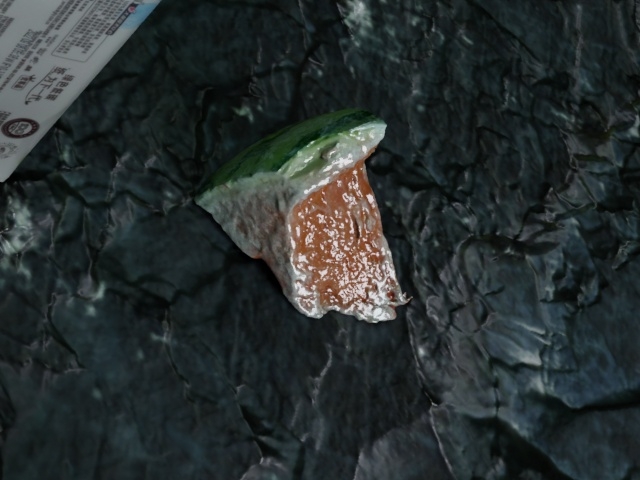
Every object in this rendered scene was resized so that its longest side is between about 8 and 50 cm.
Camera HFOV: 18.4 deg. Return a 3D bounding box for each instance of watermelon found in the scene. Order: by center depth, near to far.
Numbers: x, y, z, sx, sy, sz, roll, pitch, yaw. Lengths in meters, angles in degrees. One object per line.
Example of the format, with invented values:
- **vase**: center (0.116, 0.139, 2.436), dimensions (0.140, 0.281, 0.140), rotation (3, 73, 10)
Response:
- **watermelon**: center (-0.018, -0.014, 1.344), dimensions (0.098, 0.121, 0.158), rotation (-36, 131, -31)

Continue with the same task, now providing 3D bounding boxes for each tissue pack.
- **tissue pack**: center (-0.210, -0.160, 1.162), dimensions (0.159, 0.229, 0.145), rotation (12, 55, -31)
